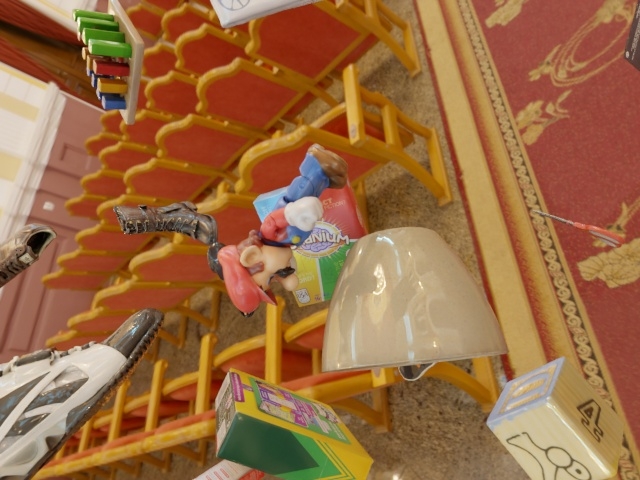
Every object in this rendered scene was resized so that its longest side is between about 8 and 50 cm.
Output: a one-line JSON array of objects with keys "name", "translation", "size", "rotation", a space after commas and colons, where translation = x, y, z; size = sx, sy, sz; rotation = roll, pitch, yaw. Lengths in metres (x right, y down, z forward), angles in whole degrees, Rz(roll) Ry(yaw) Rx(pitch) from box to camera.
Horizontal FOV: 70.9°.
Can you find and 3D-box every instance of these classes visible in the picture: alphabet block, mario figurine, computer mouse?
[{"name": "alphabet block", "translation": [0.548, 0.428, 1.052], "size": [0.197, 0.193, 0.192], "rotation": [51, 133, 10]}, {"name": "mario figurine", "translation": [-0.044, 0.000, 0.818], "size": [0.170, 0.198, 0.321], "rotation": [33, 88, 41]}, {"name": "computer mouse", "translation": [-0.234, 0.112, 1.200], "size": [0.071, 0.242, 0.041], "rotation": [-25, 25, -5]}]

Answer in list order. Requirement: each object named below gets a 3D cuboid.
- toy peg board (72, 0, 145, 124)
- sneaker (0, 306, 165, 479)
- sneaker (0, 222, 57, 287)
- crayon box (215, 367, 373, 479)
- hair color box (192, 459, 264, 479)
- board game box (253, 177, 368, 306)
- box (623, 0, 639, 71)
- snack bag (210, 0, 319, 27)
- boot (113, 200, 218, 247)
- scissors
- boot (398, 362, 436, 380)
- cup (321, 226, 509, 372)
[{"name": "toy peg board", "translation": [-0.389, -0.322, 0.806], "size": [0.161, 0.079, 0.161], "rotation": [55, 136, 28]}, {"name": "sneaker", "translation": [-0.339, 0.178, 0.536], "size": [0.330, 0.146, 0.122], "rotation": [-48, 0, -34]}, {"name": "sneaker", "translation": [-0.606, 0.035, 0.885], "size": [0.071, 0.066, 0.188], "rotation": [2, 48, 26]}, {"name": "crayon box", "translation": [-0.085, 0.443, 1.067], "size": [0.106, 0.313, 0.363], "rotation": [-66, 11, -8]}, {"name": "hair color box", "translation": [-0.200, 0.522, 0.987], "size": [0.072, 0.141, 0.043], "rotation": [18, 117, 45]}, {"name": "board game box", "translation": [0.000, 0.000, 1.158], "size": [0.242, 0.317, 0.064], "rotation": [-17, 19, 17]}, {"name": "box", "translation": [0.882, -0.436, 0.956], "size": [0.296, 0.183, 0.294], "rotation": [-5, 41, 10]}, {"name": "snack bag", "translation": [-0.001, -0.392, 0.451], "size": [0.323, 0.342, 0.037], "rotation": [67, 163, 4]}, {"name": "boot", "translation": [-0.431, -0.039, 1.247], "size": [0.263, 0.228, 0.091], "rotation": [31, 118, 41]}, {"name": "scissors", "translation": [0.783, -0.053, 1.387], "size": [0.297, 0.109, 0.021], "rotation": [37, 99, 41]}, {"name": "boot", "translation": [0.418, 0.448, 1.721], "size": [0.088, 0.176, 0.244], "rotation": [59, 142, 19]}, {"name": "cup", "translation": [0.154, 0.113, 0.848], "size": [0.331, 0.331, 0.237], "rotation": [-24, 65, 42]}]
